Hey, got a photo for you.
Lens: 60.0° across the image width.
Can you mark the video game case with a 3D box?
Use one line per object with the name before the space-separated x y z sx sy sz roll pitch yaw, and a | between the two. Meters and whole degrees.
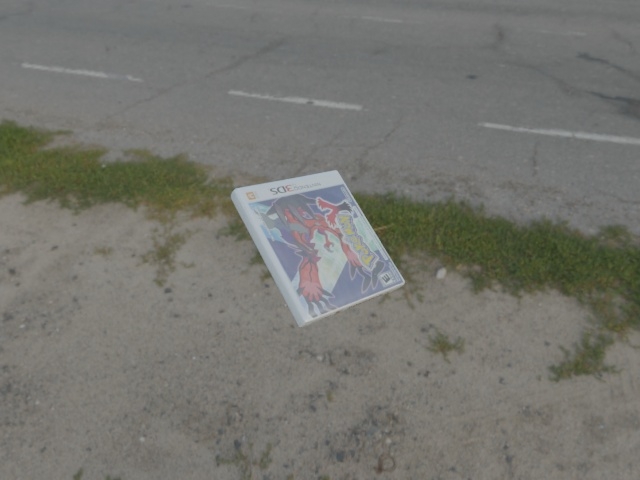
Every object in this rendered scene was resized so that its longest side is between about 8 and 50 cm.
video game case | 0.000 0.000 0.750 0.183 0.023 0.201 -16 69 -38
